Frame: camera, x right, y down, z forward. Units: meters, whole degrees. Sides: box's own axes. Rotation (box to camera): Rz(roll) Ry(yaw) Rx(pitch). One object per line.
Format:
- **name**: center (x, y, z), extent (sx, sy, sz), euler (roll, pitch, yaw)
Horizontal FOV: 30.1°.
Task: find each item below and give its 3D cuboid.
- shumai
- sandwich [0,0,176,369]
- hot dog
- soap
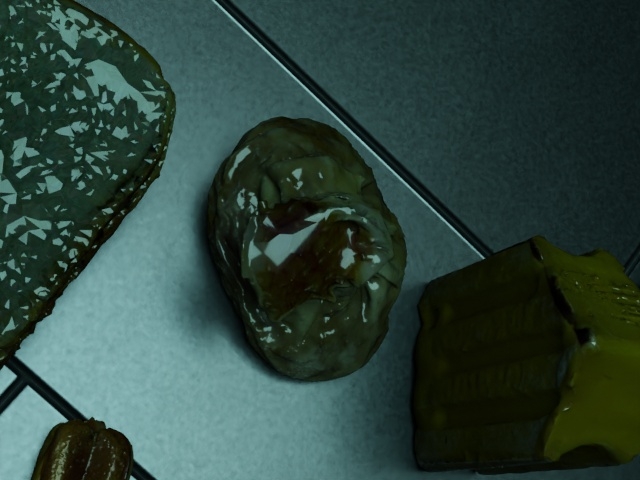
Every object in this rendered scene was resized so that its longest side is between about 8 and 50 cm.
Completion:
- **shumai**: center (0.000, 0.000, 0.896), extent (0.161, 0.153, 0.209), euler (-2, 82, -14)
- **sandwich**: center (-0.269, -0.088, 0.836), extent (0.301, 0.099, 0.271), euler (36, 68, -9)
- **hot dog**: center (-0.180, 0.204, 0.835), extent (0.071, 0.045, 0.165), euler (18, 72, -14)
- **soap**: center (0.155, 0.088, 0.871), extent (0.080, 0.257, 0.160), euler (8, 76, -19)
